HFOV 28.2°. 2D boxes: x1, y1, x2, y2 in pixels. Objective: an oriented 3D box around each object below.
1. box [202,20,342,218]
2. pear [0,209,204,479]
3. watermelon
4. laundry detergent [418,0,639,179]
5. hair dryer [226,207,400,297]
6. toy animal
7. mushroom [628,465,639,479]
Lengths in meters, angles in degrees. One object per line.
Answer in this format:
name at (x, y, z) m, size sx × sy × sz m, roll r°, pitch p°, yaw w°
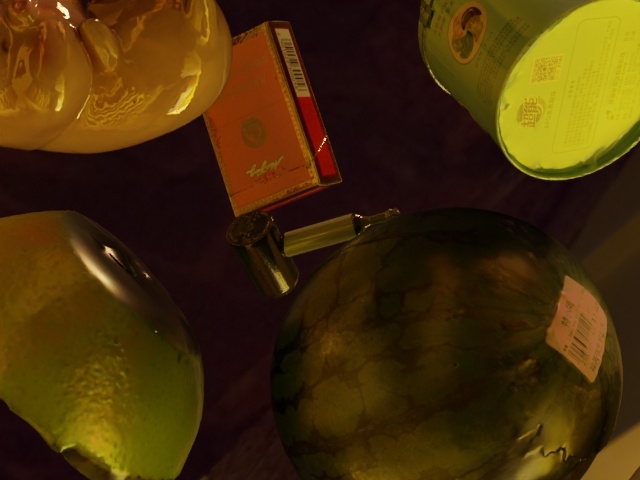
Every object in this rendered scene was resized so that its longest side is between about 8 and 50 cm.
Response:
box at (-0.080, -0.167, 1.774) m, size 0.074 × 0.153 × 0.239 m, roll -10°, pitch -99°, yaw -63°
pear at (-0.262, 0.092, 1.424) m, size 0.399 × 0.165 × 0.399 m, roll 44°, pitch -178°, yaw -2°
watermelon at (0.120, 0.135, 1.282) m, size 0.363 × 0.363 × 0.363 m, roll 19°, pitch -132°, yaw -23°
laundry detergent at (0.309, -0.285, 1.830) m, size 0.287 × 0.287 × 0.305 m, roll 8°, pitch -150°, yaw -31°
hair dryer at (0.000, 0.000, 1.452) m, size 0.057 × 0.198 × 0.100 m, roll -90°, pitch -21°, yaw -45°
toy animal at (-0.198, -0.148, 1.056) m, size 0.250 × 0.154 × 0.166 m, roll -8°, pitch -144°, yaw -6°
mushroom at (0.362, 0.238, 1.223) m, size 0.333 × 0.087 × 0.107 m, roll -43°, pitch -79°, yaw -20°
